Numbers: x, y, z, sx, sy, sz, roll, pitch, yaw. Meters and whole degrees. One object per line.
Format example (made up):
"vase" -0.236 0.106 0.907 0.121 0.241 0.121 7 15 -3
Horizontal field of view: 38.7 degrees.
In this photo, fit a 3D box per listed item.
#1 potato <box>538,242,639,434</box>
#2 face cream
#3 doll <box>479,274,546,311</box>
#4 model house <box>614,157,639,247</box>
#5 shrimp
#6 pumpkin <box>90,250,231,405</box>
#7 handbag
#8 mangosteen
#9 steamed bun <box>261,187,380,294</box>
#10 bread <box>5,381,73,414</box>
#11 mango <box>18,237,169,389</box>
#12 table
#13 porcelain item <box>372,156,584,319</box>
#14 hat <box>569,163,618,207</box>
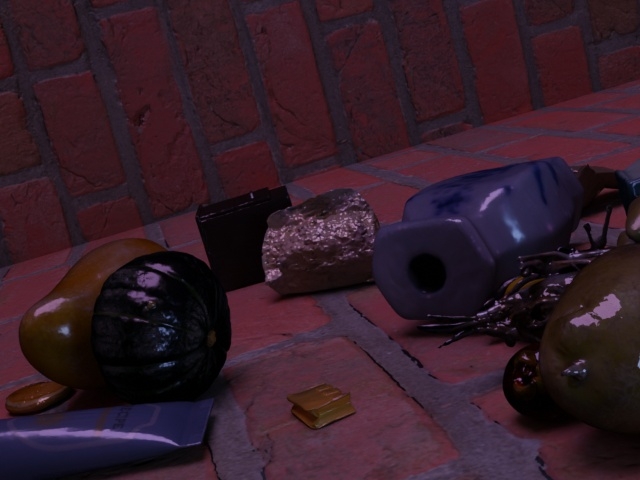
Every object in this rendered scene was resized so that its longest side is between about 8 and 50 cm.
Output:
"potato" 0.302 0.095 0.866 0.251 0.159 0.174 -18 32 -42
"face cream" -0.328 0.255 1.138 0.385 0.086 0.135 -10 12 2
"doll" 0.327 0.069 1.172 0.249 0.127 0.088 -15 44 15
"model house" 0.494 -0.032 1.182 0.325 0.194 0.267 -27 16 -35
"shrimp" 0.299 0.054 1.041 0.372 0.172 0.137 -2 -10 -10
"pumpkin" -0.215 0.123 1.260 0.162 0.220 0.220 8 21 25
"handbag" -0.001 0.198 1.115 0.061 0.027 0.083 -20 12 -19
"mangosteen" 0.225 0.148 0.945 0.081 0.081 0.081 -14 12 3
"steamed bun" 0.000 0.000 1.677 0.225 0.170 0.200 -14 17 10
"bread" -0.445 0.245 1.447 0.110 0.024 0.110 -15 12 3
"mango" -0.325 0.113 1.423 0.199 0.221 0.384 27 15 13
"table" -0.141 -0.014 1.895 0.193 0.172 0.169 -16 12 -1
"porcelain item" 0.257 -0.012 1.397 0.242 0.178 0.405 -7 12 37
"hat" 0.516 -0.087 1.737 0.173 0.144 0.166 28 3 -11
